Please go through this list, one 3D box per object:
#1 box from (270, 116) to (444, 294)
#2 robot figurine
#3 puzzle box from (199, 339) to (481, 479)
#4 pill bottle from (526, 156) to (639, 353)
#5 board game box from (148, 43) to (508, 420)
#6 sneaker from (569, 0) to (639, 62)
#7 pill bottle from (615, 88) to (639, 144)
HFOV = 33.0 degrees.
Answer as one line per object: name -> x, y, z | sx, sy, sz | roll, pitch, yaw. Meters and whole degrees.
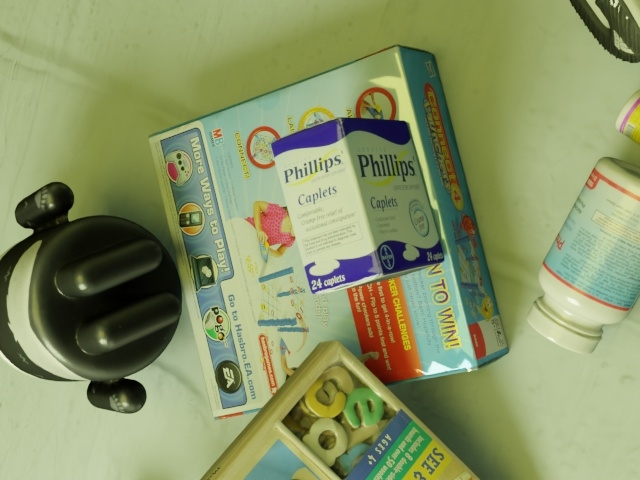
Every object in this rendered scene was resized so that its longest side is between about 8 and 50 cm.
box -> 0.035, -0.032, 0.934 | 0.072, 0.126, 0.137 | -19, 85, 30
robot figurine -> -0.253, 0.064, 1.149 | 0.278, 0.174, 0.209 | -12, 60, 56
puzzle box -> -0.026, 0.325, 0.933 | 0.272, 0.409, 0.052 | 45, 160, -9
pill bottle -> 0.245, 0.015, 0.940 | 0.087, 0.087, 0.160 | 33, 108, 24
board game box -> 0.000, 0.000, 1.079 | 0.302, 0.086, 0.308 | -15, 86, 29
sneaker -> 0.252, -0.383, 0.901 | 0.258, 0.169, 0.447 | -30, 71, 7
pill bottle -> 0.299, -0.092, 0.927 | 0.083, 0.043, 0.043 | 38, 111, 21
